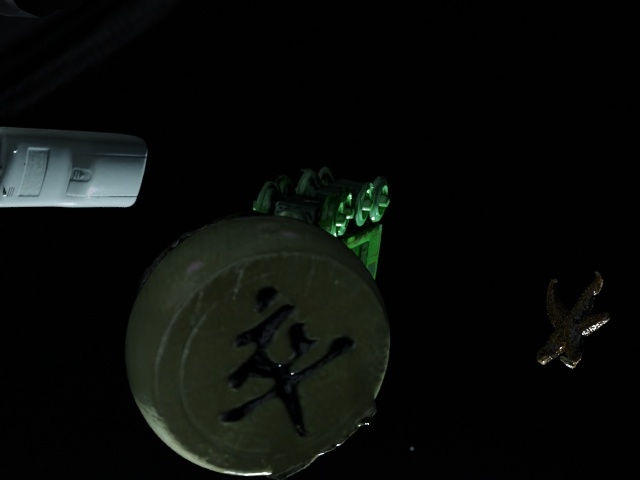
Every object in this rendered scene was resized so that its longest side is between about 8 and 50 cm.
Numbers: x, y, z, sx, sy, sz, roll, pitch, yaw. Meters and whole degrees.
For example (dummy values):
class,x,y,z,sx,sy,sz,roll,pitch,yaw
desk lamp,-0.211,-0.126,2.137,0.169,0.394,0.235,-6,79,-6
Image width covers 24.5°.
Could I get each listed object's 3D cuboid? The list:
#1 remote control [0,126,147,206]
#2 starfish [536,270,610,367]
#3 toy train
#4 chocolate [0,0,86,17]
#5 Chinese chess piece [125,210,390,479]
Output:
class,x,y,z,sx,sy,sz,roll,pitch,yaw
remote control,-0.194,-0.054,1.130,0.029,0.162,0.061,19,-78,30
starfish,0.211,0.066,1.236,0.028,0.078,0.091,34,-91,-35
toy train,0.000,0.000,1.309,0.085,0.251,0.119,11,-79,16
chocolate,-0.237,-0.286,0.975,0.210,0.340,0.225,16,-60,11
Chinese chess piece,-0.043,0.075,1.036,0.189,0.083,0.188,-9,-65,-19
